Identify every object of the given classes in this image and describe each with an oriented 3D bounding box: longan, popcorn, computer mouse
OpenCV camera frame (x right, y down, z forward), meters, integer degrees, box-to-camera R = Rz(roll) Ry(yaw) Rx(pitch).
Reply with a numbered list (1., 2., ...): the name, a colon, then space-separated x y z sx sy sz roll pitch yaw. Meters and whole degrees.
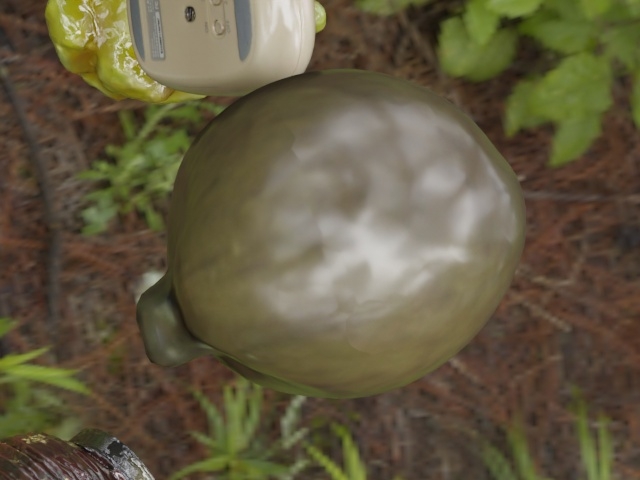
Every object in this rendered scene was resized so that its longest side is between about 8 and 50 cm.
1. longan: 0.000 0.000 1.433 0.300 0.300 0.243 -24 87 -33
2. popcorn: -0.126 -0.278 1.907 0.290 0.326 0.321 49 20 -11
3. computer mouse: -0.079 -0.194 1.641 0.082 0.236 0.145 -12 99 -34

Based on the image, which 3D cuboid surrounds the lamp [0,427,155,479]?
1. lamp: -0.276 0.306 1.962 0.247 0.247 0.247 5 80 -32
